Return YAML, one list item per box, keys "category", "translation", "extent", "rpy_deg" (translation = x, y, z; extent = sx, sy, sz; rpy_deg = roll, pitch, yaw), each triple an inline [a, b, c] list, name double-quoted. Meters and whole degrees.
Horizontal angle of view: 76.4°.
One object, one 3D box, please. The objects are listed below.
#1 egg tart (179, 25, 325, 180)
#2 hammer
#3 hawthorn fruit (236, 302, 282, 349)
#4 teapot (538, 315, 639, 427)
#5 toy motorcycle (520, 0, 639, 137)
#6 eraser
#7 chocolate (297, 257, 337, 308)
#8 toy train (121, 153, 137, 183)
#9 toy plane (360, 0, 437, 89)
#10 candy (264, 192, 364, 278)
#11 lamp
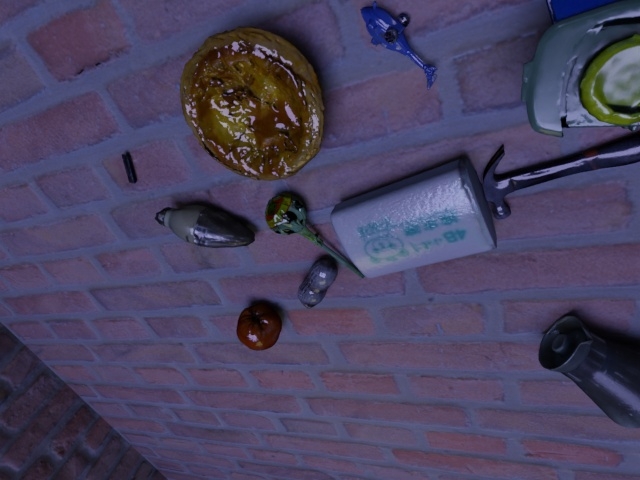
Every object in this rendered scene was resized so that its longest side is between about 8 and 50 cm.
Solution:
- category: "egg tart"
  translation: [-0.116, -0.247, 0.763]
  extent: [0.289, 0.115, 0.291]
  rpy_deg: [10, 132, 12]
- category: "hammer"
  translation: [0.427, -0.132, 0.696]
  extent: [0.289, 0.037, 0.137]
  rpy_deg: [-17, 121, 31]
- category: "hawthorn fruit"
  translation: [-0.180, 0.257, 1.182]
  extent: [0.132, 0.133, 0.138]
  rpy_deg: [9, 140, 14]
- category: "teapot"
  translation: [0.607, 0.280, 0.890]
  extent: [0.225, 0.171, 0.203]
  rpy_deg: [31, 162, 4]
- category: "toy motorcycle"
  translation: [0.338, -0.304, 0.518]
  extent: [0.199, 0.191, 0.327]
  rpy_deg: [4, 110, 28]
- category: "eraser"
  translation: [0.186, -0.034, 0.826]
  extent: [0.289, 0.104, 0.189]
  rpy_deg: [-18, 122, 32]
- category: "chocolate"
  translation: [-0.010, 0.110, 1.035]
  extent: [0.072, 0.072, 0.167]
  rpy_deg: [27, 131, -1]
- category: "toy train"
  translation: [-0.477, -0.182, 1.017]
  extent: [0.017, 0.017, 0.083]
  rpy_deg: [12, 131, 9]
- category: "toy plane"
  translation: [0.128, -0.317, 0.660]
  extent: [0.167, 0.054, 0.062]
  rpy_deg: [38, 155, -9]
- category: "candy"
  translation: [0.000, 0.000, 0.956]
  extent: [0.305, 0.083, 0.091]
  rpy_deg: [37, 114, -21]
- category: "lamp"
  translation: [-0.284, -0.032, 1.007]
  extent: [0.249, 0.101, 0.101]
  rpy_deg: [16, 131, 5]
